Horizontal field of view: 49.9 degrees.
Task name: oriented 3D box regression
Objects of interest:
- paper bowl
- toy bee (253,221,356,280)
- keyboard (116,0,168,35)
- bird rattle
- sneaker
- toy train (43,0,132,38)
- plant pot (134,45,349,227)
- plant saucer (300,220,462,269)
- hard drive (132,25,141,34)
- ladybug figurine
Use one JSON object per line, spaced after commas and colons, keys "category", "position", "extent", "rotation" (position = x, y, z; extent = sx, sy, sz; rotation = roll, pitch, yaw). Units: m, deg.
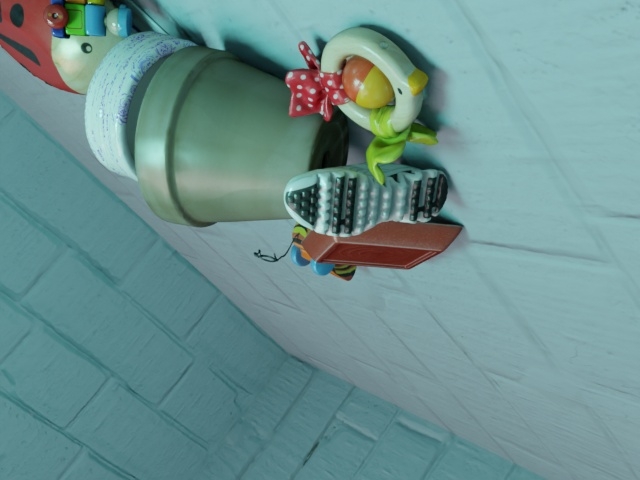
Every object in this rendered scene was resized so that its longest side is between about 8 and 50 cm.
{"category": "paper bowl", "position": [-0.332, -0.257, 1.328], "extent": [0.148, 0.284, 0.284], "rotation": [21, 157, 26]}
{"category": "toy bee", "position": [0.000, 0.000, 1.636], "extent": [0.195, 0.162, 0.298], "rotation": [22, -177, 22]}
{"category": "keyboard", "position": [-0.314, -0.403, 1.408], "extent": [0.256, 0.014, 0.072], "rotation": [42, 158, -15]}
{"category": "bird rattle", "position": [0.066, -0.222, 0.992], "extent": [0.253, 0.143, 0.207], "rotation": [48, 154, 13]}
{"category": "sneaker", "position": [0.062, -0.078, 1.109], "extent": [0.118, 0.292, 0.110], "rotation": [40, 126, 49]}
{"category": "toy train", "position": [-0.412, -0.487, 1.228], "extent": [0.143, 0.248, 0.105], "rotation": [2, -168, -9]}
{"category": "plant pot", "position": [-0.111, -0.160, 1.199], "extent": [0.280, 0.323, 0.323], "rotation": [13, 155, 19]}
{"category": "plant saucer", "position": [0.107, 0.011, 1.327], "extent": [0.259, 0.048, 0.258], "rotation": [6, 167, -10]}
{"category": "hard drive", "position": [-0.320, -0.327, 1.562], "extent": [0.318, 0.040, 0.210], "rotation": [42, 163, -12]}
{"category": "ladybug figurine", "position": [-0.562, -0.441, 1.443], "extent": [0.449, 0.162, 0.305], "rotation": [30, 152, 30]}
